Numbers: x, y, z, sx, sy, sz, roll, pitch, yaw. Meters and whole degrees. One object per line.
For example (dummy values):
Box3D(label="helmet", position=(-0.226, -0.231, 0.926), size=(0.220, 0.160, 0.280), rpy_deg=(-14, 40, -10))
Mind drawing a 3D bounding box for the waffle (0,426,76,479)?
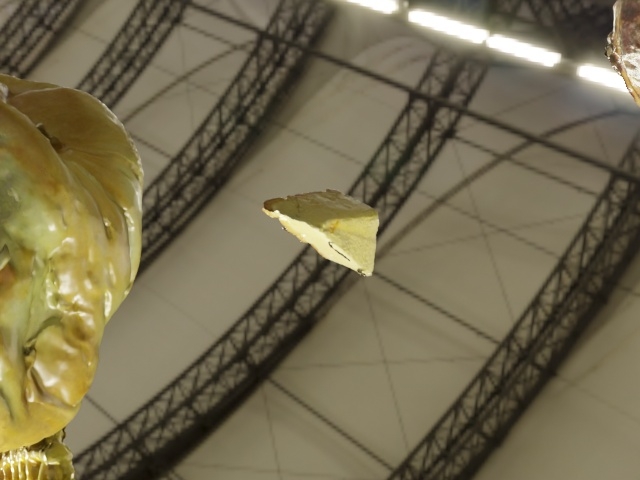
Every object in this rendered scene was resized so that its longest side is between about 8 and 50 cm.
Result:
Box3D(label="waffle", position=(-0.343, 0.334, 1.320), size=(0.060, 0.311, 0.307), rpy_deg=(-4, -135, -30))

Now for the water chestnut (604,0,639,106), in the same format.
Box3D(label="water chestnut", position=(0.396, -0.211, 1.147), size=(0.238, 0.223, 0.224), rpy_deg=(-2, -161, 43))

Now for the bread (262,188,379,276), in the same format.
Box3D(label="bread", position=(0.000, 0.000, 1.078), size=(0.084, 0.080, 0.109), rpy_deg=(24, -155, 39))

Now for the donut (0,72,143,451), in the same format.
Box3D(label="donut", position=(-0.308, 0.013, 0.867), size=(0.360, 0.360, 0.170), rpy_deg=(16, 180, 26))
